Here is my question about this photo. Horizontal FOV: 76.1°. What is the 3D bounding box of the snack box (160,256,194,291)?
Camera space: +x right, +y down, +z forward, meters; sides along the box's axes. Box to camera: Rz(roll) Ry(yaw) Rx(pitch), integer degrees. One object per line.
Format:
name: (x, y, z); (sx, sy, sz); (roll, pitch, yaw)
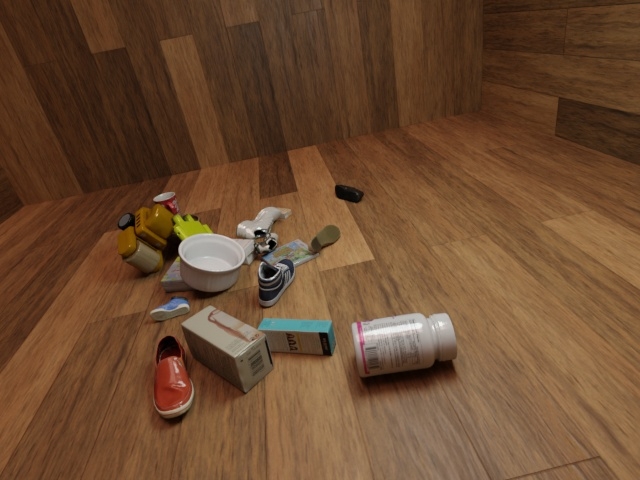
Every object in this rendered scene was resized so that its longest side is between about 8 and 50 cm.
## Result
snack box: (-0.606, 0.146, 1.885); (0.174, 0.070, 0.207); (-6, 30, 8)

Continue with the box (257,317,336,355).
box: (-0.078, 0.316, 1.351); (0.244, 0.100, 0.060); (-1, 29, 17)

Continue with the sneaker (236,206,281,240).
sneaker: (-0.306, -0.078, 2.182); (0.129, 0.111, 0.297); (27, 48, 27)

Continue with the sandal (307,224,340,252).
sandal: (-0.003, -0.006, 1.935); (0.079, 0.088, 0.240); (-19, 10, 40)

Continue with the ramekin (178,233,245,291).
ramekin: (-0.474, 0.098, 1.772); (0.277, 0.135, 0.277); (12, 31, -8)

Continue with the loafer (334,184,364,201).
loafer: (0.168, -0.276, 2.388); (0.078, 0.080, 0.220); (-19, 33, -34)

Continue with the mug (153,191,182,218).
mug: (-0.799, -0.149, 2.159); (0.113, 0.169, 0.150); (-13, 29, -4)

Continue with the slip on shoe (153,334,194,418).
slip on shoe: (-0.476, 0.424, 1.299); (0.123, 0.101, 0.331); (-16, 30, -13)

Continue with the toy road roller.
toy road roller: (-0.833, -0.030, 2.006); (0.240, 0.202, 0.329); (-32, 49, 10)

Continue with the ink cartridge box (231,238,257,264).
ink cartridge box: (-0.374, 0.054, 1.949); (0.143, 0.090, 0.092); (3, 31, 23)

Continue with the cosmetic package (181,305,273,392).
cosmetic package: (-0.306, 0.343, 1.334); (0.296, 0.153, 0.129); (16, 37, 38)

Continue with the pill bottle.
pill bottle: (0.240, 0.301, 1.201); (0.283, 0.160, 0.160); (-9, 28, 3)

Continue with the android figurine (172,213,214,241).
android figurine: (-0.620, -0.022, 2.045); (0.056, 0.273, 0.248); (-44, -12, 17)

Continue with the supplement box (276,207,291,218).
supplement box: (-0.222, -0.156, 2.335); (0.098, 0.036, 0.062); (9, 35, 32)

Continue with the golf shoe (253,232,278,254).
golf shoe: (-0.236, 0.016, 1.966); (0.094, 0.077, 0.198); (-6, 21, 24)

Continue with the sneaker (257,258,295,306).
sneaker: (-0.175, 0.124, 1.665); (0.099, 0.153, 0.282); (9, 35, 13)

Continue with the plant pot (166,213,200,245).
plant pot: (-0.768, -0.046, 2.253); (0.237, 0.110, 0.237); (-8, 28, 4)

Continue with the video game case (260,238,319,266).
video game case: (-0.145, 0.071, 1.906); (0.212, 0.023, 0.193); (-25, 31, -24)

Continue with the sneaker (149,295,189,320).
sneaker: (-0.614, 0.271, 1.668); (0.152, 0.058, 0.084); (-14, 34, -14)
